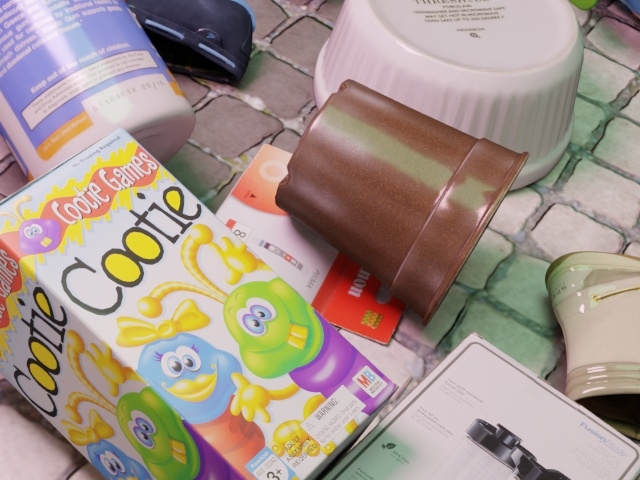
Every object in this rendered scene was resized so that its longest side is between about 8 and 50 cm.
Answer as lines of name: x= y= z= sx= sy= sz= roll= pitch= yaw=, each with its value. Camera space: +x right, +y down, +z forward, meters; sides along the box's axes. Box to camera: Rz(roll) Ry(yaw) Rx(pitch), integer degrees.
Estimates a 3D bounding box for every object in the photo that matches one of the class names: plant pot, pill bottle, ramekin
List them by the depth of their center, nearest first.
plant pot: x=0.061 y=-0.040 z=1.121 sx=0.165 sy=0.167 sz=0.167 roll=30 pitch=46 yaw=6
pill bottle: x=-0.236 y=-0.175 z=1.150 sx=0.152 sy=0.152 sz=0.272 roll=-26 pitch=79 yaw=-33
ramekin: x=0.133 y=-0.180 z=1.319 sx=0.272 sy=0.127 sz=0.273 roll=7 pitch=45 yaw=-7

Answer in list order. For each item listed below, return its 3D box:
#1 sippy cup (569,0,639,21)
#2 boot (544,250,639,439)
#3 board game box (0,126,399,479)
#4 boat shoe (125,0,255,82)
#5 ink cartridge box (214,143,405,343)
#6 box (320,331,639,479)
sippy cup: x=0.409 y=-0.324 z=1.476 sx=0.305 sy=0.240 sz=0.224 roll=-34 pitch=65 yaw=7
boot: x=0.301 y=0.090 z=1.128 sx=0.213 sy=0.077 sz=0.165 roll=4 pitch=44 yaw=-2
board game box: x=-0.109 y=0.081 z=0.951 sx=0.275 sy=0.144 sz=0.142 roll=42 pitch=51 yaw=11
boat shoe: x=-0.188 y=-0.204 z=1.282 sx=0.258 sy=0.109 sz=0.089 roll=4 pitch=72 yaw=-11
ink cartridge box: x=0.000 y=0.000 z=1.169 sx=0.179 sy=0.045 sz=0.145 roll=20 pitch=45 yaw=10
box: x=0.087 y=0.210 z=0.948 sx=0.169 sy=0.087 sz=0.290 roll=33 pitch=48 yaw=20
